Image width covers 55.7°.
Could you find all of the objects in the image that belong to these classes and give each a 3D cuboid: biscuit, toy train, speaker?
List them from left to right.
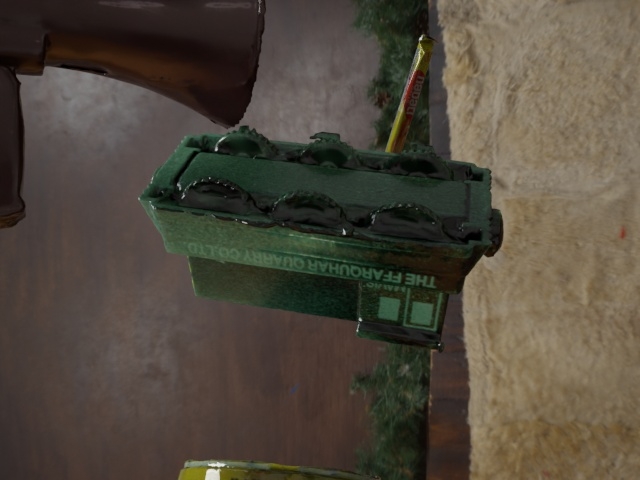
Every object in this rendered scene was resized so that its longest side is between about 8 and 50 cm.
[{"bbox_3d":[-0.223,-0.158,0.541,0.329,0.198,0.259,-8,103,-23],"label":"speaker"},{"bbox_3d":[0.000,0.000,0.579,0.330,0.138,0.178,7,131,10],"label":"toy train"},{"bbox_3d":[0.140,-0.206,1.047,0.026,0.048,0.292,32,116,36],"label":"biscuit"}]

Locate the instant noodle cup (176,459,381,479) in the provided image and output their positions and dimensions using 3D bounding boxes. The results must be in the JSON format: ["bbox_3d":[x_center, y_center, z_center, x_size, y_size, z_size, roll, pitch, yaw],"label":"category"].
[{"bbox_3d":[-0.056,0.395,0.686,0.325,0.325,0.254,2,65,7],"label":"instant noodle cup"}]
